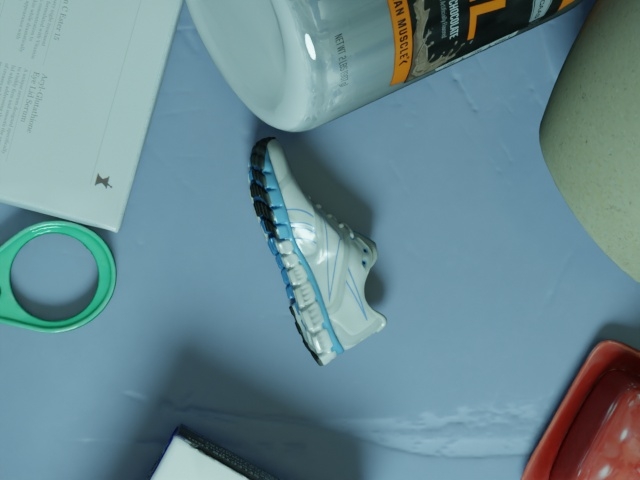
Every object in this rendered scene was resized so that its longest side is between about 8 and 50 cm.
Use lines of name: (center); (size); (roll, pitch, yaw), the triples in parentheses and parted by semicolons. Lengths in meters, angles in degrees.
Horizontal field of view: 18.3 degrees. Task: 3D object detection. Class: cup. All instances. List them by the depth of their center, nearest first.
cup: (0.310, -0.094, 1.539); (0.237, 0.331, 0.331); (-37, 93, 23)

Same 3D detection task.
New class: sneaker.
sneaker: (0.000, 0.000, 1.624); (0.083, 0.071, 0.191); (-22, 100, -10)

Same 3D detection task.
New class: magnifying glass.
magnifying glass: (-0.280, 0.043, 1.621); (0.231, 0.026, 0.092); (-12, 91, -3)

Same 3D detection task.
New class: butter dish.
butter dish: (0.267, 0.182, 1.612); (0.160, 0.118, 0.160); (30, 89, -4)

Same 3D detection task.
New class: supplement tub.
supplement tub: (0.076, -0.235, 1.527); (0.338, 0.207, 0.207); (-27, 92, -21)

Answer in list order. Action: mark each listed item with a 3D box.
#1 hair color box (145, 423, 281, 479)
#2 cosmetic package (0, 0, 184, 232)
hair color box: (-0.119, 0.339, 1.594); (0.185, 0.110, 0.339); (30, 90, -2)
cosmetic package: (-0.246, -0.222, 1.585); (0.284, 0.097, 0.377); (16, 89, -2)
